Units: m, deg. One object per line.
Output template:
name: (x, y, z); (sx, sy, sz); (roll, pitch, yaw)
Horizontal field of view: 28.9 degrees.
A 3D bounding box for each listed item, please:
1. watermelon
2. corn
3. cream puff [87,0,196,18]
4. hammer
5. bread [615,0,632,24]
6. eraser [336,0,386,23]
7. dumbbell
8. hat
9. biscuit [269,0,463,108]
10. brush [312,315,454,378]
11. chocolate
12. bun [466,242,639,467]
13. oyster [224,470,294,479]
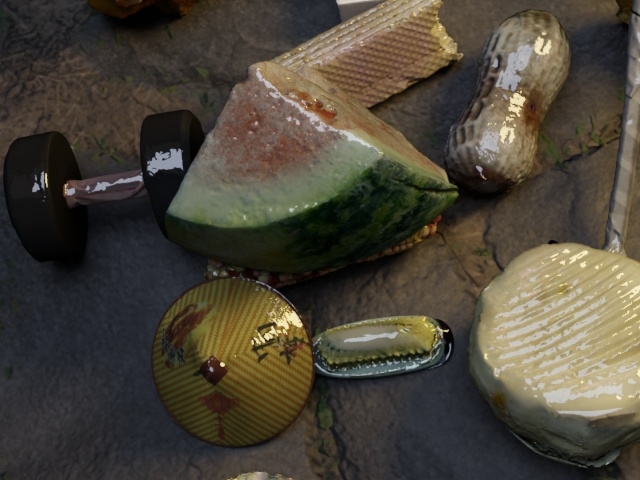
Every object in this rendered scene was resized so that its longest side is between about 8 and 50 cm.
watermelon: (-0.015, -0.080, 1.344); (0.310, 0.193, 0.231); (-5, 94, 13)
corn: (0.000, 0.000, 1.427); (0.281, 0.092, 0.092); (-12, 66, -1)
cream puff: (-0.198, -0.384, 1.553); (0.269, 0.241, 0.155); (-43, 58, 22)
hammer: (0.353, -0.142, 1.366); (0.152, 0.044, 0.426); (10, 95, 15)
bread: (0.467, -0.265, 1.421); (0.252, 0.174, 0.133); (-4, 70, 3)
eraser: (0.054, -0.410, 1.591); (0.078, 0.076, 0.298); (-7, 66, 7)
dumbbell: (-0.242, -0.064, 1.452); (0.218, 0.152, 0.152); (-9, 67, 6)
hat: (-0.107, 0.136, 1.348); (0.193, 0.082, 0.193); (0, 90, 13)
biscuit: (0.050, -0.213, 1.491); (0.239, 0.108, 0.062); (-28, 45, -3)
brush: (0.000, 0.124, 1.385); (0.297, 0.060, 0.068); (-9, 69, 5)
chocolate: (0.221, -0.162, 1.446); (0.110, 0.110, 0.248); (16, 76, 15)
bun: (0.272, 0.123, 1.299); (0.239, 0.141, 0.239); (-7, 57, 11)
oyster: (-0.097, 0.328, 1.317); (0.133, 0.072, 0.209); (30, 55, 25)
